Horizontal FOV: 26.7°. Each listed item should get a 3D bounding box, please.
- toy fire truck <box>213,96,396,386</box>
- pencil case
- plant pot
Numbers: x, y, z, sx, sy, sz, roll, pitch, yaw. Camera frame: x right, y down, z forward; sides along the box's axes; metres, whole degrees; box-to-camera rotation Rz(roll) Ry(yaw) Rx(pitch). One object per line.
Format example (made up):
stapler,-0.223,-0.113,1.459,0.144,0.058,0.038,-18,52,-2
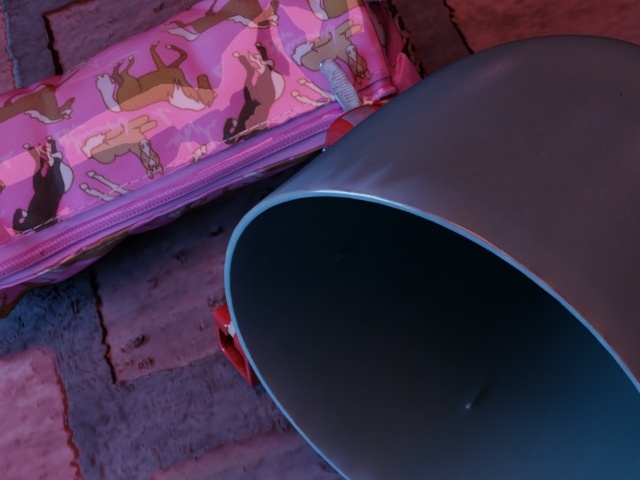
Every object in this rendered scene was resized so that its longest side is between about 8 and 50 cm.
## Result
toy fire truck,0.000,0.000,0.921,0.135,0.192,0.047,-17,44,-30
pencil case,-0.118,-0.080,0.998,0.386,0.167,0.160,-24,88,0
plant pot,0.128,0.017,0.799,0.293,0.293,0.235,23,52,27
